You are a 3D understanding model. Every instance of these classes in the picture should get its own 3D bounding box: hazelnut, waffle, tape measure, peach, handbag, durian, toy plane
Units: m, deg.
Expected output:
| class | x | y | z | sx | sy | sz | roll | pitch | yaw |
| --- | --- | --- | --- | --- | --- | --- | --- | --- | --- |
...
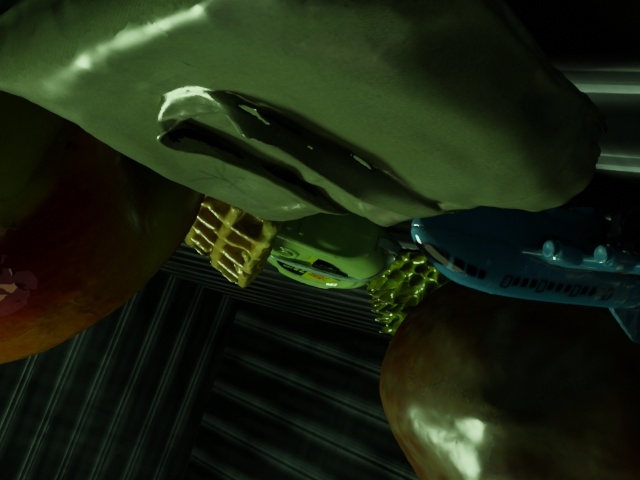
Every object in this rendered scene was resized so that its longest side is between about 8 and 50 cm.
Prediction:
| class | x | y | z | sx | sy | sz | roll | pitch | yaw |
| --- | --- | --- | --- | --- | --- | --- | --- | --- | --- |
| hazelnut | 0.244 | 0.173 | 0.930 | 0.366 | 0.365 | 0.366 | 17 | 172 | 3 |
| waffle | -0.110 | -0.039 | 0.931 | 0.160 | 0.055 | 0.211 | 41 | 158 | 1 |
| tape measure | 0.000 | 0.000 | 1.072 | 0.178 | 0.087 | 0.154 | 21 | 158 | -6 |
| peach | -0.283 | -0.035 | 0.754 | 0.381 | 0.306 | 0.242 | 8 | 161 | 25 |
| handbag | -0.025 | -0.088 | 0.482 | 0.316 | 0.109 | 0.253 | -1 | 157 | 47 |
| durian | 0.199 | 0.079 | 1.242 | 0.352 | 0.158 | 0.169 | 12 | -155 | 30 |
| toy plane | 0.187 | 0.011 | 0.717 | 0.271 | 0.105 | 0.254 | 23 | 169 | -27 |
